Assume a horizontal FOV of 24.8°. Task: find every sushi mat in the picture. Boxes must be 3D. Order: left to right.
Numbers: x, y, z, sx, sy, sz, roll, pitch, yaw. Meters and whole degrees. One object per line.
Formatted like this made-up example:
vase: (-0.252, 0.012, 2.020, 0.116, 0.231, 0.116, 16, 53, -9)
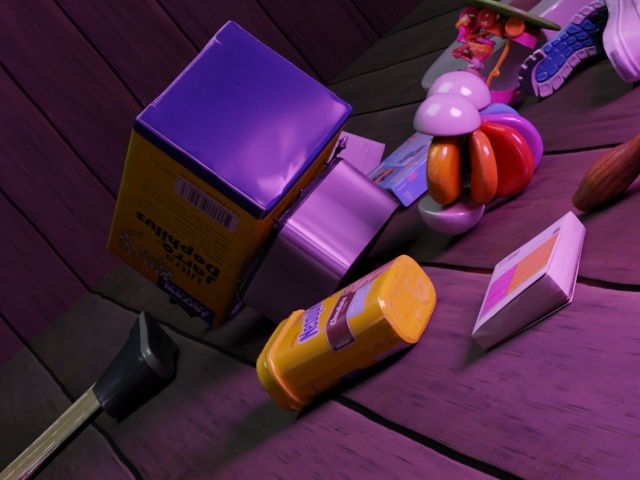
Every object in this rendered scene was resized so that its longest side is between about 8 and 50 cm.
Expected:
sushi mat: (-0.387, 0.280, 2.295, 0.316, 0.019, 0.151, -45, 11, -27)

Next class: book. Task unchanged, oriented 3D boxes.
book: (0.188, 0.035, 1.323, 0.096, 0.035, 0.144, -37, 10, 28)

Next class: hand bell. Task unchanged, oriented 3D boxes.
hand bell: (0.313, -0.102, 1.338, 0.242, 0.126, 0.126, -46, 4, 43)

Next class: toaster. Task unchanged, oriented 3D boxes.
toaster: (0.000, 0.000, 1.793, 0.168, 0.110, 0.185, -51, -6, -44)

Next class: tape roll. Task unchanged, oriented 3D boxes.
tape roll: (0.327, -0.335, 2.260, 0.392, 0.072, 0.392, -38, 12, 9)

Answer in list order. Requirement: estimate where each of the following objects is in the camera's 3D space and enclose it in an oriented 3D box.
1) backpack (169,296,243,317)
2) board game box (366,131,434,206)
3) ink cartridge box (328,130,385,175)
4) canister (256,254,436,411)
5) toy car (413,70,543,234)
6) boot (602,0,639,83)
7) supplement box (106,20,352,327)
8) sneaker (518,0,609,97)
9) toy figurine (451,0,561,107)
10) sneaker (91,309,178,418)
backpack: (-0.153, 0.064, 2.202, 0.105, 0.084, 0.114, -19, 32, 50)
board game box: (0.139, -0.112, 2.064, 0.160, 0.039, 0.211, -41, 11, -9)
ink cartridge box: (-0.013, -0.141, 2.273, 0.139, 0.191, 0.082, -168, 96, -77)
canister: (0.029, 0.094, 1.508, 0.170, 0.073, 0.126, -31, 14, 31)
toy car: (0.183, -0.101, 1.660, 0.136, 0.159, 0.182, 1, 24, 15)
boot: (0.411, -0.278, 1.736, 0.123, 0.095, 0.258, -27, 23, 26)
supplement box: (-0.127, -0.074, 1.873, 0.194, 0.195, 0.356, -51, -6, -30)
sneaker: (0.346, -0.268, 1.934, 0.191, 0.071, 0.083, -34, 6, 27)
toy figurine: (0.229, -0.250, 2.033, 0.130, 0.173, 0.159, 10, -78, -53)
sneaker: (-0.282, 0.181, 2.173, 0.118, 0.083, 0.222, -39, 12, 5)
